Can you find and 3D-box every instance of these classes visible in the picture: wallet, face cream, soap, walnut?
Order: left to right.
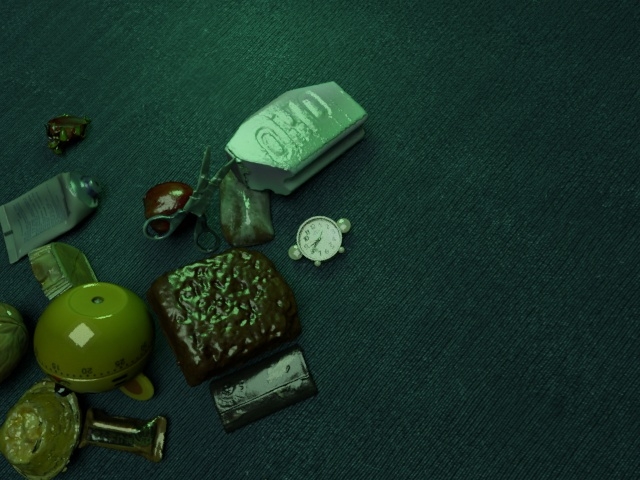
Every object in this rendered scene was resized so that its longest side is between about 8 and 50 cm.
[{"bbox_3d":[-1.098,0.346,1.550,0.313,0.277,0.252,-33,113,3],"label":"walnut"},{"bbox_3d":[-0.975,-0.110,1.733,0.420,0.137,0.235,-27,76,8],"label":"face cream"},{"bbox_3d":[-0.183,0.467,1.531,0.321,0.044,0.170,-24,73,0],"label":"wallet"},{"bbox_3d":[-0.089,-0.342,1.618,0.446,0.156,0.261,-39,76,-15],"label":"soap"}]

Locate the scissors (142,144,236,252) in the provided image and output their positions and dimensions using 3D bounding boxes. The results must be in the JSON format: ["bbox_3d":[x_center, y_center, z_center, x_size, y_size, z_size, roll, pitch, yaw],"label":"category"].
[{"bbox_3d":[-0.390,-0.127,1.540,0.383,0.256,0.029,-59,33,27],"label":"scissors"}]

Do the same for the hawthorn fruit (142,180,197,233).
[{"bbox_3d":[-0.480,-0.113,1.643,0.235,0.181,0.181,-9,76,4],"label":"hawthorn fruit"}]

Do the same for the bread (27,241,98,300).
[{"bbox_3d":[-0.858,0.113,1.615,0.110,0.192,0.210,-35,76,0],"label":"bread"}]

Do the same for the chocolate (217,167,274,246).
[{"bbox_3d":[-0.267,-0.133,1.663,0.185,0.100,0.303,-11,72,7],"label":"chocolate"}]

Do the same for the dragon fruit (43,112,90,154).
[{"bbox_3d":[-0.954,-0.408,1.801,0.175,0.142,0.138,-60,36,10],"label":"dragon fruit"}]

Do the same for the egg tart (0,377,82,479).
[{"bbox_3d":[-0.892,0.590,1.509,0.315,0.120,0.315,-5,73,18],"label":"egg tart"}]

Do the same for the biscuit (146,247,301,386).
[{"bbox_3d":[-0.283,0.208,1.468,0.395,0.166,0.343,-23,69,-30],"label":"biscuit"}]

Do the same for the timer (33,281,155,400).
[{"bbox_3d":[-0.687,0.332,1.495,0.376,0.376,0.387,19,122,10],"label":"timer"}]

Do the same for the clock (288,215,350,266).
[{"bbox_3d":[0.000,0.000,1.617,0.229,0.063,0.156,-31,78,1],"label":"clock"}]

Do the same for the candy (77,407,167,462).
[{"bbox_3d":[-0.616,0.605,1.521,0.271,0.101,0.143,10,83,3],"label":"candy"}]

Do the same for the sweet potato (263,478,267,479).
[{"bbox_3d":[-0.162,0.771,1.461,0.034,0.034,0.095,-14,75,3],"label":"sweet potato"}]
